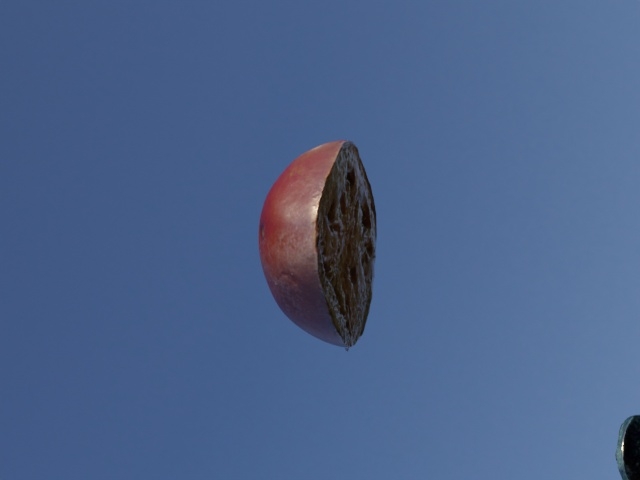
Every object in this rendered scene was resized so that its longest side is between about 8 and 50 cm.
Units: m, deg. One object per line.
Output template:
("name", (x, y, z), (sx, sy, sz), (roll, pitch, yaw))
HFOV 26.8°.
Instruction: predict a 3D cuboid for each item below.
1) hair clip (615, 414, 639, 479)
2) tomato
("hair clip", (0.449, 0.226, 1.442), (0.194, 0.206, 0.310), (12, -113, -17))
("tomato", (-0.012, 0.004, 2.155), (0.338, 0.144, 0.338), (2, -90, -73))
